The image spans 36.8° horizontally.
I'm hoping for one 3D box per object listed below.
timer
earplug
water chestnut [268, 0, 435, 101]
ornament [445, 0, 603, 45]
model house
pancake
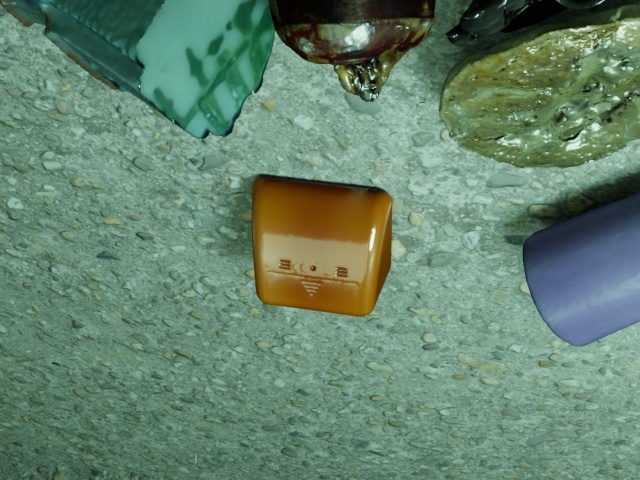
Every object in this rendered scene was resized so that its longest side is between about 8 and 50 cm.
[{"bbox_3d":[0.000,0.000,1.792,0.257,0.161,0.250,7,130,9],"label":"timer"},{"bbox_3d":[0.563,0.000,1.534,0.215,0.215,0.456,35,135,-28],"label":"earplug"},{"bbox_3d":[0.036,-0.300,1.256,0.223,0.224,0.238,1,111,17],"label":"water chestnut"},{"bbox_3d":[0.253,-0.300,1.156,0.251,0.260,0.106,-20,104,39],"label":"ornament"},{"bbox_3d":[-0.269,-0.331,1.356,0.329,0.252,0.295,25,174,23],"label":"model house"},{"bbox_3d":[0.350,-0.210,1.337,0.386,0.082,0.387,-5,159,-2],"label":"pancake"}]
